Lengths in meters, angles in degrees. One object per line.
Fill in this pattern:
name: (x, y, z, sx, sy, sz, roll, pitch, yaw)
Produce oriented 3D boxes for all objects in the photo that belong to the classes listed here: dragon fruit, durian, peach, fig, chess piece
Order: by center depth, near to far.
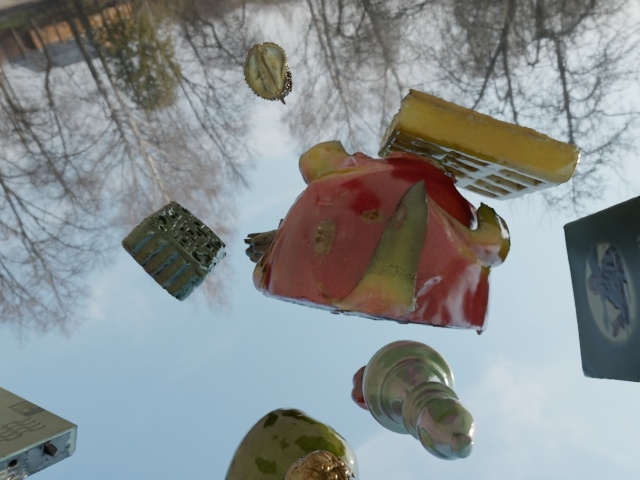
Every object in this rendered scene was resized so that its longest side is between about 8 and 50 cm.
dragon fruit: (0.079, -0.010, 0.689, 0.305, 0.226, 0.305, 11, 171, 2)
chess piece: (0.139, 0.220, 0.716, 0.139, 0.139, 0.271, -19, -178, -4)
fig: (-0.054, 0.391, 0.887, 0.225, 0.203, 0.203, -40, -146, -22)
peach: (0.107, 0.290, 1.087, 0.100, 0.101, 0.101, -13, -153, 7)
durian: (-0.095, -0.346, 1.156, 0.110, 0.140, 0.071, -30, 176, 33)

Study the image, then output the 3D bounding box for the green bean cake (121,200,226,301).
green bean cake: (-0.293, 0.013, 1.137, 0.094, 0.173, 0.181, -42, -173, 19)

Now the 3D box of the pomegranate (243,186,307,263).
pomegranate: (0.000, 0.000, 1.226, 0.340, 0.285, 0.285, -12, -157, -23)

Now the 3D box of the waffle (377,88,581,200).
waffle: (0.198, -0.120, 0.758, 0.221, 0.055, 0.248, 20, 179, 1)

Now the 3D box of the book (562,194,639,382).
book: (0.449, 0.066, 0.735, 0.043, 0.260, 0.371, -4, 172, -4)

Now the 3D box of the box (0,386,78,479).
box: (-0.425, 0.230, 0.569, 0.211, 0.045, 0.270, 13, -170, 25)

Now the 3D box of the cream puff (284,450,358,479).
cream puff: (0.003, 0.331, 0.697, 0.104, 0.133, 0.119, -9, -131, 15)
